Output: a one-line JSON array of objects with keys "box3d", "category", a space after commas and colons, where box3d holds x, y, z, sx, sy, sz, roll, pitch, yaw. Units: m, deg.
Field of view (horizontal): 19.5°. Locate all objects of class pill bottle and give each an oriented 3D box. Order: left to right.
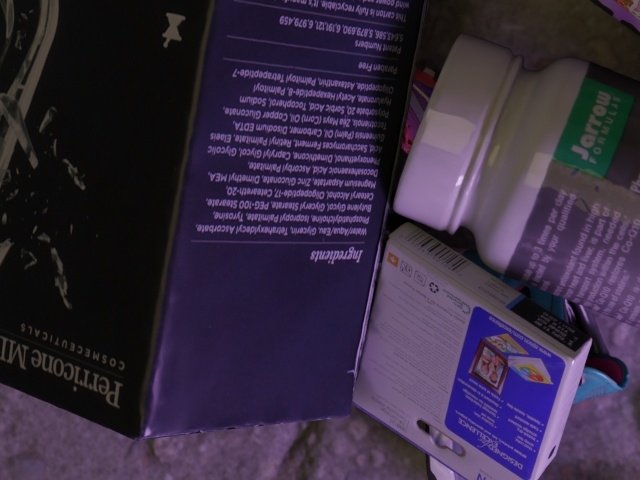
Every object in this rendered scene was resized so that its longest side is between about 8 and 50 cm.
[{"box3d": [0.259, -0.038, 1.631, 0.361, 0.204, 0.204, 21, 101, 4], "category": "pill bottle"}]

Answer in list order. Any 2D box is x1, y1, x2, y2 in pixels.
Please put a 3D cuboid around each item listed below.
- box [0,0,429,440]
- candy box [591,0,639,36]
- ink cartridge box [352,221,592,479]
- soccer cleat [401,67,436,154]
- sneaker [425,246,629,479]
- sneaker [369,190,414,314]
[{"box3d": [-0.190, -0.119, 1.681, 0.480, 0.297, 0.472, 16, 101, 38], "category": "box"}, {"box3d": [0.350, -0.226, 1.599, 0.196, 0.070, 0.165, 38, 113, 7], "category": "candy box"}, {"box3d": [0.130, 0.117, 1.681, 0.206, 0.045, 0.208, 33, 134, 23], "category": "ink cartridge box"}, {"box3d": [0.096, -0.112, 1.782, 0.248, 0.083, 0.095, 26, 87, 8], "category": "soccer cleat"}, {"box3d": [0.200, 0.154, 1.763, 0.178, 0.124, 0.295, 1, 98, 23], "category": "sneaker"}, {"box3d": [0.000, 0.000, 1.825, 0.162, 0.106, 0.281, -28, 80, 25], "category": "sneaker"}]
